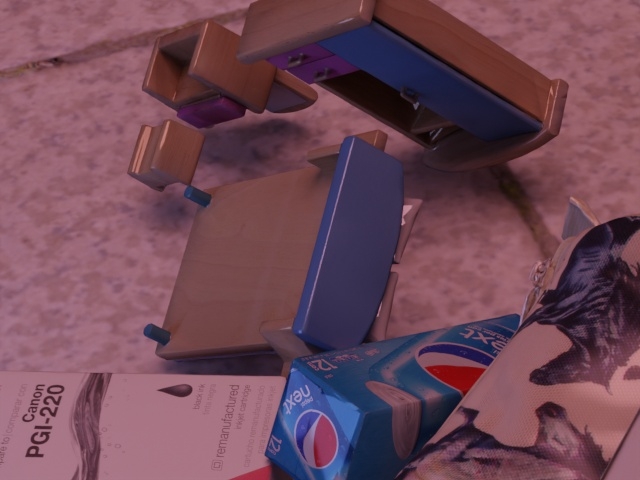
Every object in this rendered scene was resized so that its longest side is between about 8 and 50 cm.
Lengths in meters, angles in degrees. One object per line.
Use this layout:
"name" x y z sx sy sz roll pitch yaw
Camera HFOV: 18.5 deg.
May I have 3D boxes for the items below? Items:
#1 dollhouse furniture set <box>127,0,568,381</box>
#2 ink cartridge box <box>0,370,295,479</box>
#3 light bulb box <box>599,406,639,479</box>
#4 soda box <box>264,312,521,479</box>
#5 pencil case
"dollhouse furniture set" 0.000 0.000 1.399 0.286 0.198 0.303 -12 57 50
"ink cartridge box" -0.131 0.164 1.216 0.218 0.092 0.158 -1 42 9
"light bulb box" 0.384 0.074 0.919 0.358 0.225 0.361 9 53 38
"soda box" 0.069 0.103 1.213 0.210 0.071 0.067 -9 33 -45
"pencil case" 0.099 0.166 1.085 0.183 0.160 0.410 30 64 29
